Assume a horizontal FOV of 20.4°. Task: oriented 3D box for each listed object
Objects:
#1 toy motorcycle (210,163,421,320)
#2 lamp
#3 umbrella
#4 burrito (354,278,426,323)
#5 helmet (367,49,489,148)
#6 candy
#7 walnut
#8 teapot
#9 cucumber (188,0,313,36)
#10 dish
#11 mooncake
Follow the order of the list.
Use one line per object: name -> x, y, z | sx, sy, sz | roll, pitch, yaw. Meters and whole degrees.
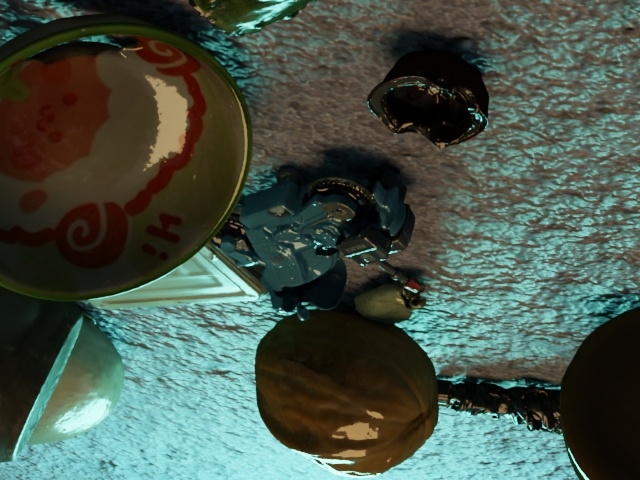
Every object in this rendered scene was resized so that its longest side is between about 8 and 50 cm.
toy motorcycle -> 0.000, 0.000, 2.032 | 0.272, 0.123, 0.182 | -18, 135, 44
lamp -> -0.231, 0.012, 2.206 | 0.266, 0.047, 0.269 | -5, 153, 26
umbrella -> 0.266, 0.231, 2.507 | 0.224, 0.071, 0.080 | 9, 128, 9
burrito -> 0.097, 0.074, 2.244 | 0.074, 0.044, 0.118 | 14, 157, -24
helmet -> 0.109, -0.148, 1.736 | 0.123, 0.070, 0.098 | 25, 145, -18
candy -> -0.420, 0.196, 2.501 | 0.295, 0.185, 0.295 | 3, 151, 2
walnut -> 0.030, 0.196, 2.329 | 0.261, 0.225, 0.225 | 12, 161, 34
teapot -> -0.490, 0.103, 2.228 | 0.344, 0.253, 0.300 | 24, 133, -3
cucumber -> 0.001, -0.266, 1.471 | 0.244, 0.134, 0.134 | -21, 143, 39
dish -> -0.240, -0.103, 1.804 | 0.324, 0.124, 0.324 | -12, 128, -16
mooncake -> 0.437, 0.225, 2.189 | 0.284, 0.284, 0.155 | 4, 157, 10
